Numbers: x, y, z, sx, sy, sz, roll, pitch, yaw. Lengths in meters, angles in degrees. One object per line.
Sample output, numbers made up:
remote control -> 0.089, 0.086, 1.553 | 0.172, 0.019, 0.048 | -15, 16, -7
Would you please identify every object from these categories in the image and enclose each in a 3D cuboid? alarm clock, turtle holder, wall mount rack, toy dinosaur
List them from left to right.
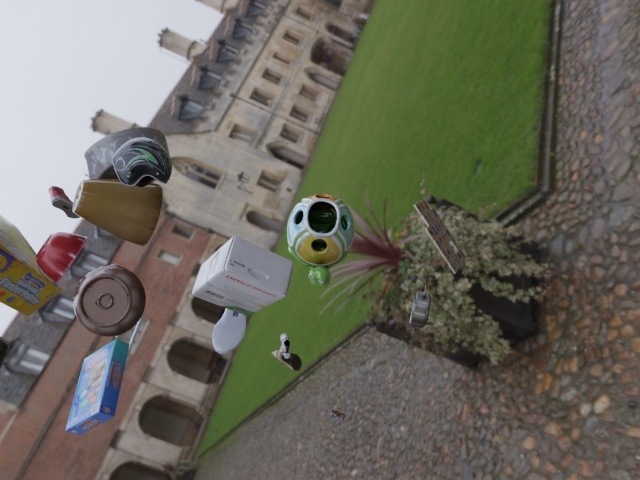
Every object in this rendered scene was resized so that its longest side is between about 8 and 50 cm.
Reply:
wall mount rack -> -0.758, 0.260, 1.949 | 0.350, 0.130, 0.304 | 25, 132, 59
turtle holder -> -0.014, -0.014, 1.754 | 0.320, 0.243, 0.227 | -58, -6, -17
toy dinosaur -> 0.078, 0.792, 2.301 | 0.090, 0.082, 0.047 | 118, 153, -52
alarm clock -> 0.359, 0.232, 1.794 | 0.129, 0.064, 0.192 | -69, -15, -46

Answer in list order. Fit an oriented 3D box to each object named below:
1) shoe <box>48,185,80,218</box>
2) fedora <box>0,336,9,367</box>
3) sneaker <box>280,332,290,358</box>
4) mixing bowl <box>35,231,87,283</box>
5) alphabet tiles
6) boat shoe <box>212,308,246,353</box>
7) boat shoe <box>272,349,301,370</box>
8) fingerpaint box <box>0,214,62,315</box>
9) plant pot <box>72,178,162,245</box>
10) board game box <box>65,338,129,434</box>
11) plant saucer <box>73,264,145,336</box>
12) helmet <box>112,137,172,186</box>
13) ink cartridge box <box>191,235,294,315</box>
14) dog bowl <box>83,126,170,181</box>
shoe -> -1.043, -0.158, 2.082 | 0.063, 0.081, 0.178 | -27, -22, 0
fedora -> -1.185, 0.418, 1.744 | 0.334, 0.153, 0.334 | -51, 23, 31
sneaker -> -0.135, 0.419, 1.979 | 0.044, 0.040, 0.109 | -136, 37, -62
mixing bowl -> -0.865, 0.039, 1.671 | 0.181, 0.098, 0.181 | -39, 30, 27
alphabet tiles -> 0.371, -0.021, 1.582 | 0.009, 0.237, 0.198 | -35, -4, 28
boat shoe -> -0.324, 0.311, 1.819 | 0.301, 0.108, 0.102 | -90, 16, -58
boat shoe -> -0.150, 0.524, 2.251 | 0.190, 0.072, 0.068 | 53, -134, -46
fingerpaint box -> -1.149, 0.023, 1.740 | 0.163, 0.371, 0.445 | -40, -19, -15
plant pot -> -0.726, -0.124, 1.799 | 0.237, 0.254, 0.237 | -28, 54, 46
board game box -> -0.595, 0.389, 1.359 | 0.160, 0.047, 0.210 | -31, 43, 27
plant saucer -> -0.585, 0.166, 1.394 | 0.036, 0.199, 0.198 | 104, -171, -86
helmet -> -0.567, -0.249, 1.641 | 0.162, 0.169, 0.169 | -22, 10, 0
ink cartridge box -> -0.234, 0.114, 1.511 | 0.278, 0.201, 0.117 | -33, 38, 53
dog bowl -> -0.757, -0.305, 2.011 | 0.349, 0.102, 0.349 | -28, -10, -6
